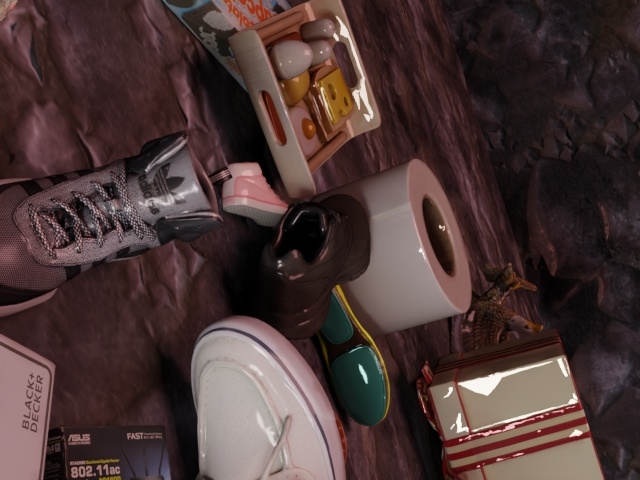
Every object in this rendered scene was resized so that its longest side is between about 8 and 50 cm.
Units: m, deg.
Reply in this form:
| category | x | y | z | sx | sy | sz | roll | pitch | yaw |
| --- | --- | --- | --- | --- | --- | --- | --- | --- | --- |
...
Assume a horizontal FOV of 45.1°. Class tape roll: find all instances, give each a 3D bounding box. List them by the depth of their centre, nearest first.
| category | x | y | z | sx | sy | sz | roll | pitch | yaw |
| --- | --- | --- | --- | --- | --- | --- | --- | --- | --- |
| tape roll | 0.109 | 0.016 | 1.182 | 0.246 | 0.169 | 0.246 | 46 | 34 | -44 |

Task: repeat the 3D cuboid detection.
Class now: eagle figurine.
| category | x | y | z | sx | sy | sz | roll | pitch | yaw |
| --- | --- | --- | --- | --- | --- | --- | --- | --- | --- |
| eagle figurine | 0.377 | 0.203 | 1.675 | 0.226 | 0.225 | 0.298 | 20 | 79 | -11 |

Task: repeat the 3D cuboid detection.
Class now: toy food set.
| category | x | y | z | sx | sy | sz | roll | pitch | yaw |
| --- | --- | --- | --- | --- | --- | --- | --- | --- | --- |
| toy food set | -0.001 | -0.214 | 1.070 | 0.306 | 0.092 | 0.220 | -49 | 122 | -56 |

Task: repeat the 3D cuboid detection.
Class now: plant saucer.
| category | x | y | z | sx | sy | sz | roll | pitch | yaw |
| --- | --- | --- | --- | --- | --- | --- | --- | --- | --- |
| plant saucer | 0.009 | 0.252 | 0.974 | 0.083 | 0.013 | 0.083 | 48 | 32 | -44 |

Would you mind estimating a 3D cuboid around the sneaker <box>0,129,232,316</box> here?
| category | x | y | z | sx | sy | sz | roll | pitch | yaw |
| --- | --- | --- | --- | --- | --- | --- | --- | --- | --- |
| sneaker | -0.172 | -0.024 | 0.606 | 0.101 | 0.153 | 0.268 | 68 | 23 | -5 |

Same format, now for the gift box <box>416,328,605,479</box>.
| category | x | y | z | sx | sy | sz | roll | pitch | yaw |
| --- | --- | --- | --- | --- | --- | --- | --- | --- | --- |
| gift box | 0.304 | 0.294 | 1.284 | 0.276 | 0.258 | 0.255 | -1 | 73 | -74 |

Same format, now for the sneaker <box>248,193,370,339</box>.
| category | x | y | z | sx | sy | sz | roll | pitch | yaw |
| --- | --- | --- | --- | --- | --- | --- | --- | --- | --- |
| sneaker | 0.000 | 0.000 | 0.956 | 0.286 | 0.109 | 0.130 | -60 | 157 | -56 |

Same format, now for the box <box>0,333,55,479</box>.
| category | x | y | z | sx | sy | sz | roll | pitch | yaw |
| --- | --- | --- | --- | --- | --- | --- | --- | --- | --- |
| box | -0.252 | 0.093 | 0.355 | 0.290 | 0.087 | 0.169 | 56 | 25 | -58 |

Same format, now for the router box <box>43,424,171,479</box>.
| category | x | y | z | sx | sy | sz | roll | pitch | yaw |
| --- | --- | --- | --- | --- | --- | --- | --- | --- | --- |
| router box | -0.167 | 0.193 | 0.599 | 0.122 | 0.038 | 0.092 | 23 | 51 | -60 |

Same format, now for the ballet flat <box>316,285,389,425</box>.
| category | x | y | z | sx | sy | sz | roll | pitch | yaw |
| --- | --- | --- | --- | --- | --- | --- | --- | --- | --- |
| ballet flat | 0.035 | 0.139 | 1.054 | 0.077 | 0.077 | 0.231 | -72 | 138 | -80 |

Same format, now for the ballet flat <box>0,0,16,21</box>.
| category | x | y | z | sx | sy | sz | roll | pitch | yaw |
| --- | --- | --- | --- | --- | --- | --- | --- | --- | --- |
| ballet flat | -0.284 | -0.206 | 0.596 | 0.091 | 0.077 | 0.241 | 60 | 25 | -22 |

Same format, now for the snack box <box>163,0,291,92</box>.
| category | x | y | z | sx | sy | sz | roll | pitch | yaw |
| --- | --- | --- | --- | --- | --- | --- | --- | --- | --- |
| snack box | -0.129 | -0.339 | 1.061 | 0.322 | 0.060 | 0.187 | 44 | 37 | -48 |

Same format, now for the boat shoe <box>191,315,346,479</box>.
| category | x | y | z | sx | sy | sz | roll | pitch | yaw |
| --- | --- | --- | --- | --- | --- | --- | --- | --- | --- |
| boat shoe | -0.059 | 0.259 | 0.695 | 0.156 | 0.135 | 0.367 | -32 | 112 | -63 |

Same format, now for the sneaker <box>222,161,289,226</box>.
| category | x | y | z | sx | sy | sz | roll | pitch | yaw |
| --- | --- | --- | --- | --- | --- | --- | --- | --- | --- |
| sneaker | -0.076 | -0.062 | 0.977 | 0.134 | 0.051 | 0.070 | 19 | 60 | -56 |
